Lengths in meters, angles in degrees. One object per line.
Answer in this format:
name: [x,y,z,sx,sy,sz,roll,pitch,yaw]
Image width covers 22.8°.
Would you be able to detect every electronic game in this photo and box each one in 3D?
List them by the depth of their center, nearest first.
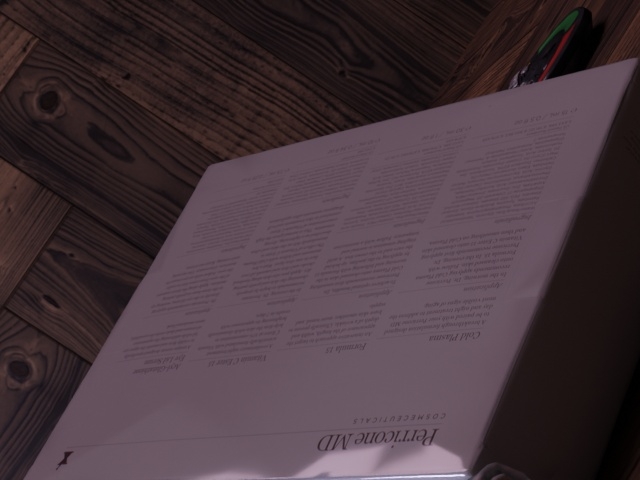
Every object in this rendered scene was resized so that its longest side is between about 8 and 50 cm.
electronic game: [0.236,-0.167,1.801,0.229,0.048,0.229,-56,3,5]

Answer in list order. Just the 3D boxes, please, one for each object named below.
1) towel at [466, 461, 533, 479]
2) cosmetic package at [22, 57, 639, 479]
towel: [-0.016,0.300,0.689,0.374,0.090,0.320,-54,2,35]
cosmetic package: [0.019,0.055,0.958,0.377,0.097,0.284,-10,40,45]
